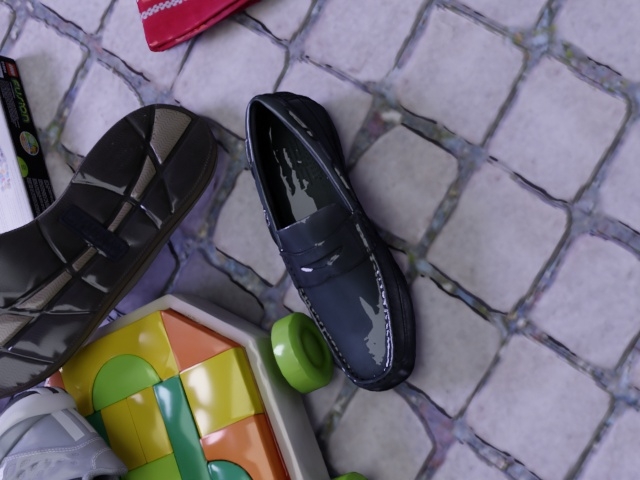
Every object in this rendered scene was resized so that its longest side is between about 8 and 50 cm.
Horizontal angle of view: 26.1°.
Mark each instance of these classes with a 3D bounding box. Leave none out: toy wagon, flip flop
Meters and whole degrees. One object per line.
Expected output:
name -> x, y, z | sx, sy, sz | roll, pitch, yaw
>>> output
toy wagon -> -0.084, 0.216, 0.987 | 0.267, 0.068, 0.344 | -26, 75, 24
flip flop -> -0.182, 0.013, 1.028 | 0.112, 0.080, 0.277 | 39, 77, 11

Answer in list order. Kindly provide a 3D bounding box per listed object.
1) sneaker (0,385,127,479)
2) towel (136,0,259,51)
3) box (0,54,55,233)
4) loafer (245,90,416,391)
sneaker -> -0.211, 0.227, 0.969 | 0.132, 0.086, 0.229 | 37, 105, 23
towel -> -0.087, -0.299, 1.049 | 0.198, 0.031, 0.275 | -23, 76, 24
box -> -0.275, -0.036, 1.124 | 0.114, 0.036, 0.207 | -24, 76, 24
loafer -> 0.000, 0.000, 0.953 | 0.076, 0.078, 0.223 | -27, 74, 24
